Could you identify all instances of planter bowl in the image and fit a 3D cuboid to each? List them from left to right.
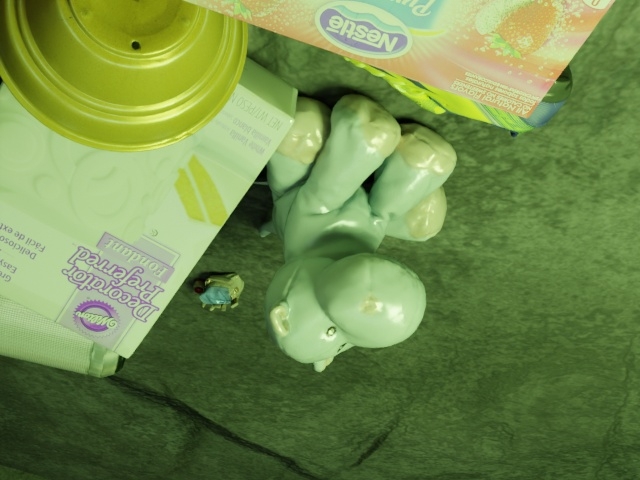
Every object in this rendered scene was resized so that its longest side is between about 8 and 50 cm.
[{"bbox_3d":[-0.151,-0.183,0.649,0.217,0.217,0.090,22,171,-19],"label":"planter bowl"}]

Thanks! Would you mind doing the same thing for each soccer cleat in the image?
[{"bbox_3d":[0.088,-0.163,0.753,0.289,0.093,0.121,17,148,-12],"label":"soccer cleat"}]

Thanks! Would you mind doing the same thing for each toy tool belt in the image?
[{"bbox_3d":[-0.152,0.078,1.191,0.083,0.051,0.052,-8,142,23],"label":"toy tool belt"}]

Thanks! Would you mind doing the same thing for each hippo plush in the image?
[{"bbox_3d":[0.000,0.000,0.880,0.294,0.237,0.234,-8,143,22],"label":"hippo plush"}]

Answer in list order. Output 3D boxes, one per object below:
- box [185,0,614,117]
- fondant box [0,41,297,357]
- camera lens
[{"bbox_3d":[0.051,-0.227,0.601,0.300,0.154,0.142,16,138,-12],"label":"box"},{"bbox_3d":[-0.209,-0.069,0.812,0.238,0.096,0.330,30,116,-16],"label":"fondant box"},{"bbox_3d":[-0.347,0.042,1.030,0.274,0.219,0.219,15,145,-10],"label":"camera lens"}]
